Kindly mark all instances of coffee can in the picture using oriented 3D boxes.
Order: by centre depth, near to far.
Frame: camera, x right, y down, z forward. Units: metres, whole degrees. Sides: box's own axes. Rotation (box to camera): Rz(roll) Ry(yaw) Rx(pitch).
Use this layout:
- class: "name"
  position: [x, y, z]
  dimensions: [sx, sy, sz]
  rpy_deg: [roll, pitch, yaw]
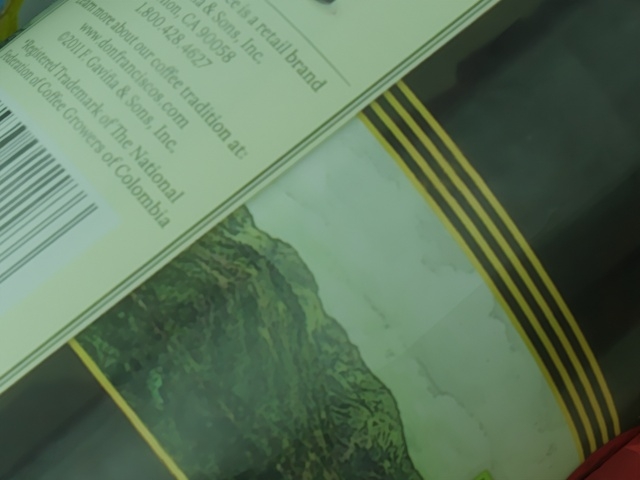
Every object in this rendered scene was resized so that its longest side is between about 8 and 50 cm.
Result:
- class: "coffee can"
  position: [0.000, 0.000, 0.545]
  dimensions: [0.275, 0.201, 0.201]
  rpy_deg: [-39, 58, -9]

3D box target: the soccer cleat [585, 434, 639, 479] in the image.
- class: "soccer cleat"
  position: [0.140, 0.119, 0.593]
  dimensions: [0.095, 0.083, 0.248]
  rpy_deg: [11, 31, -36]

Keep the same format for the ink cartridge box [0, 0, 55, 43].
- class: "ink cartridge box"
  position: [-0.137, -0.106, 0.558]
  dimensions: [0.306, 0.226, 0.131]
  rpy_deg: [-29, 69, -29]
